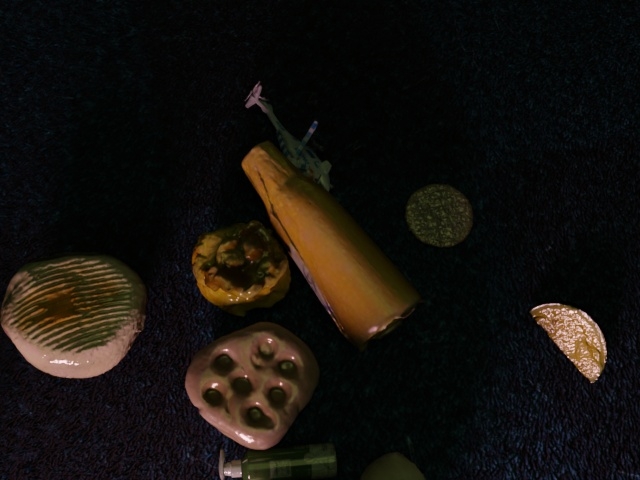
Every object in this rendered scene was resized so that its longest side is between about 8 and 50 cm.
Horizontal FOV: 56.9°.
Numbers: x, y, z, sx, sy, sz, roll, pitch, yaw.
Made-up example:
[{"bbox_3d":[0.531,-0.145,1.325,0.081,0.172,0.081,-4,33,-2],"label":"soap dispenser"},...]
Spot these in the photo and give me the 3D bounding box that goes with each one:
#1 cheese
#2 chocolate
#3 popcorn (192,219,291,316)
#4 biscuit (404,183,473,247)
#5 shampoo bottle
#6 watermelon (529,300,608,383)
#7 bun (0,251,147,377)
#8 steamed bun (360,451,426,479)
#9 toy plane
[{"bbox_3d":[-0.119,0.259,1.054,0.235,0.117,0.217,0,67,-5],"label":"cheese"},{"bbox_3d":[0.000,0.000,1.141,0.162,0.162,0.445,-36,77,-16],"label":"chocolate"},{"bbox_3d":[-0.151,0.044,1.120,0.198,0.155,0.197,0,57,0],"label":"popcorn"},{"bbox_3d":[0.253,-0.053,1.257,0.152,0.020,0.152,1,70,-3],"label":"biscuit"},{"bbox_3d":[-0.076,0.392,1.040,0.205,0.065,0.065,-3,69,-5],"label":"shampoo bottle"},{"bbox_3d":[0.516,0.180,1.184,0.181,0.075,0.092,49,117,15],"label":"watermelon"},{"bbox_3d":[-0.431,0.130,1.062,0.244,0.153,0.243,8,64,-16],"label":"bun"},{"bbox_3d":[0.132,0.439,1.022,0.112,0.091,0.130,-31,75,-13],"label":"steamed bun"},{"bbox_3d":[-0.068,-0.200,1.267,0.273,0.107,0.182,41,114,29],"label":"toy plane"}]
